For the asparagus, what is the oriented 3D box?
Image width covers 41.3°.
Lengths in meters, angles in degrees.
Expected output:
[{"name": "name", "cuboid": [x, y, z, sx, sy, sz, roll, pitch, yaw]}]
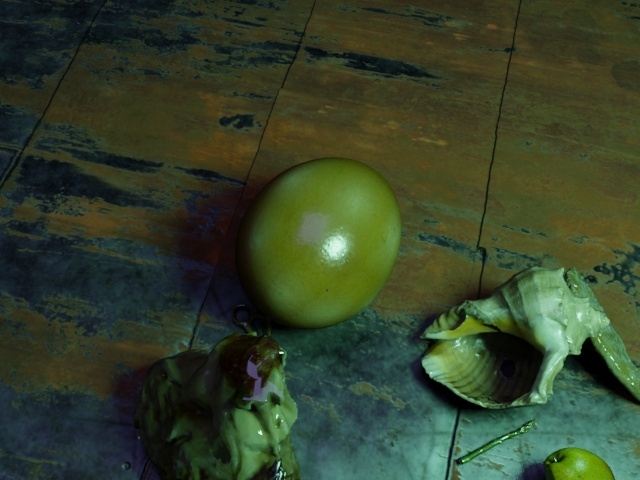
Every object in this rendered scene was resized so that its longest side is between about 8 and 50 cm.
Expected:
[{"name": "asparagus", "cuboid": [0.306, 0.346, 1.458, 0.162, 0.016, 0.016, -21, 67, -19]}]

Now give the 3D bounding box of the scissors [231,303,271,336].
[{"name": "scissors", "cuboid": [-0.099, 0.201, 1.545, 0.088, 0.017, 0.220, -13, 56, -12]}]

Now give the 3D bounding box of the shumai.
[{"name": "shumai", "cuboid": [-0.158, 0.280, 1.320, 0.217, 0.283, 0.346, -25, 63, -23]}]

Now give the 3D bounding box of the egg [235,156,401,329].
[{"name": "egg", "cuboid": [0.000, 0.000, 1.529, 0.282, 0.283, 0.351, 28, 56, 17]}]

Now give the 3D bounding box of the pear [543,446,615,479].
[{"name": "pear", "cuboid": [0.421, 0.396, 1.350, 0.104, 0.141, 0.141, -21, 56, 3]}]

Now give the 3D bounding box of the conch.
[{"name": "conch", "cuboid": [0.340, 0.189, 1.478, 0.186, 0.324, 0.263, 42, 43, -28]}]

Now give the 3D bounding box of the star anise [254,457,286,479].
[{"name": "star anise", "cuboid": [-0.075, 0.402, 1.228, 0.212, 0.053, 0.157, 34, 63, -8]}]

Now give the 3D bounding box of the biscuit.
[{"name": "biscuit", "cuboid": [0.503, 0.163, 1.538, 0.038, 0.141, 0.290, -36, 56, 23]}]
